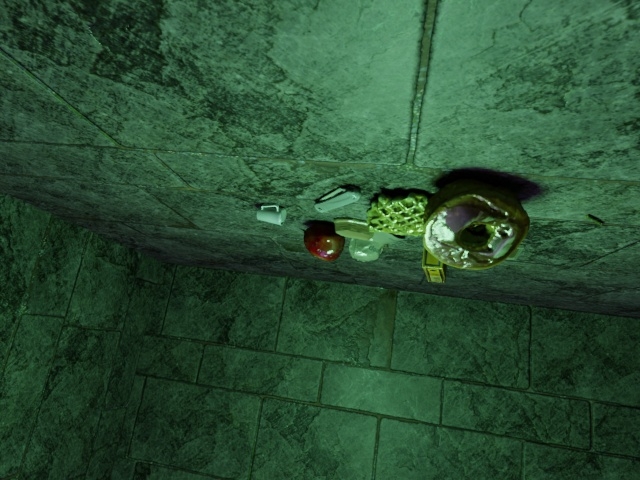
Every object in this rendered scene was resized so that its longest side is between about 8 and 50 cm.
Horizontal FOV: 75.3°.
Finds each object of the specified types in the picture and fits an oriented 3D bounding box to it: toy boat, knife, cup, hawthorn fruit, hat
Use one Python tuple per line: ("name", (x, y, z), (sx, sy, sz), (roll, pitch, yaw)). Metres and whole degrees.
("toy boat", (0.146, -0.051, 1.827), (0.188, 0.061, 0.116), (10, 166, -6))
("knife", (0.055, -0.153, 1.536), (0.073, 0.040, 0.266), (27, 159, -23))
("cup", (-0.210, -0.120, 1.773), (0.116, 0.074, 0.104), (11, 142, 9))
("hawthorn fruit", (0.000, 0.000, 1.922), (0.235, 0.181, 0.181), (20, 168, 10))
("hat", (0.263, 0.034, 1.972), (0.214, 0.149, 0.245), (17, 174, -31))

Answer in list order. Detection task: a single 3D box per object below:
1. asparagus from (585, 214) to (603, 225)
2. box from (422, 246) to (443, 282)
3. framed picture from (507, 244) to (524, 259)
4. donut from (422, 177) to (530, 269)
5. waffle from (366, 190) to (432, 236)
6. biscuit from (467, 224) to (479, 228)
("asparagus", (0.936, -0.067, 1.413), (0.114, 0.014, 0.015), (18, -163, -30))
("box", (0.500, 0.060, 1.791), (0.084, 0.192, 0.301), (2, 164, 20))
("framed picture", (0.767, 0.049, 1.948), (0.315, 0.024, 0.232), (3, 165, 17))
("donut", (0.482, -0.058, 1.312), (0.330, 0.159, 0.330), (5, 138, 5))
("waffle", (0.316, -0.083, 1.520), (0.298, 0.073, 0.317), (9, 156, -2))
("biscuit", (0.528, -0.058, 1.477), (0.239, 0.041, 0.212), (-7, 167, -32))
